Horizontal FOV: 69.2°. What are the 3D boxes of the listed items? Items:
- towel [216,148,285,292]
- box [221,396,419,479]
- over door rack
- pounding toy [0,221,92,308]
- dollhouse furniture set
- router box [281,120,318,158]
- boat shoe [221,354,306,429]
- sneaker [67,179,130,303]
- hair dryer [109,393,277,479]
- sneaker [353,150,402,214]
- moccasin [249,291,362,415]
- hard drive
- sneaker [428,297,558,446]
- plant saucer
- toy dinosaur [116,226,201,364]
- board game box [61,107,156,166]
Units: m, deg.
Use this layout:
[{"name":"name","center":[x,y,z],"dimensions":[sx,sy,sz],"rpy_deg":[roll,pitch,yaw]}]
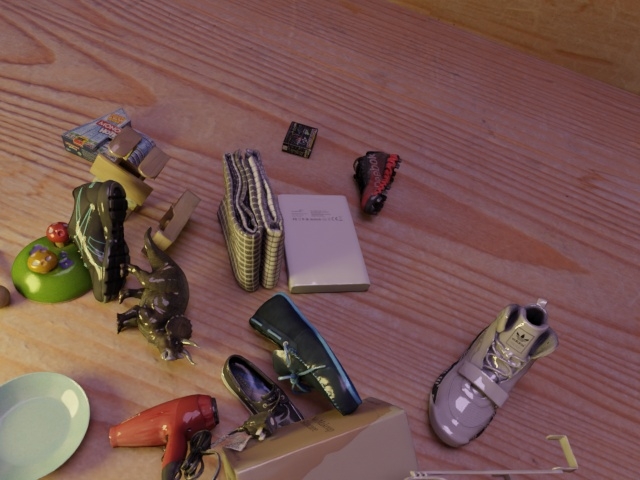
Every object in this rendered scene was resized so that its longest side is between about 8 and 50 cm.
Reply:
[{"name":"towel","center":[-0.173,-0.050,1.105],"dimensions":[0.121,0.235,0.283],"rpy_deg":[-10,54,-15]},{"name":"box","center":[0.000,0.389,0.815],"dimensions":[0.311,0.148,0.121],"rpy_deg":[-11,86,-24]},{"name":"over door rack","center":[0.256,0.449,0.789],"dimensions":[0.324,0.239,0.108],"rpy_deg":[-5,50,-18]},{"name":"pounding toy","center":[-0.603,0.038,0.998],"dimensions":[0.237,0.110,0.183],"rpy_deg":[-13,55,-24]},{"name":"dollhouse furniture set","center":[-0.435,-0.096,1.093],"dimensions":[0.242,0.212,0.161],"rpy_deg":[37,44,-19]},{"name":"router box","center":[-0.065,-0.325,1.491],"dimensions":[0.092,0.038,0.122],"rpy_deg":[16,49,-1]},{"name":"boat shoe","center":[-0.108,0.310,0.919],"dimensions":[0.228,0.076,0.080],"rpy_deg":[41,53,20]},{"name":"sneaker","center":[-0.483,0.002,1.011],"dimensions":[0.106,0.101,0.267],"rpy_deg":[1,92,4]},{"name":"hair dryer","center":[-0.244,0.328,0.793],"dimensions":[0.224,0.294,0.080],"rpy_deg":[-7,87,-63]},{"name":"sneaker","center":[0.150,-0.181,1.388],"dimensions":[0.135,0.097,0.276],"rpy_deg":[22,47,4]},{"name":"moccasin","center":[-0.041,0.242,0.948],"dimensions":[0.117,0.137,0.342],"rpy_deg":[-33,34,-13]},{"name":"hard drive","center":[0.000,0.000,1.233],"dimensions":[0.203,0.040,0.307],"rpy_deg":[0,51,-15]},{"name":"sneaker","center":[0.372,0.264,0.994],"dimensions":[0.137,0.210,0.366],"rpy_deg":[39,52,18]},{"name":"plant saucer","center":[-0.512,0.332,0.822],"dimensions":[0.195,0.037,0.195],"rpy_deg":[7,50,-8]},{"name":"toy dinosaur","center":[-0.346,0.126,0.991],"dimensions":[0.160,0.121,0.313],"rpy_deg":[4,55,-21]},{"name":"board game box","center":[-0.578,-0.291,1.314],"dimensions":[0.194,0.060,0.194],"rpy_deg":[24,50,6]}]
